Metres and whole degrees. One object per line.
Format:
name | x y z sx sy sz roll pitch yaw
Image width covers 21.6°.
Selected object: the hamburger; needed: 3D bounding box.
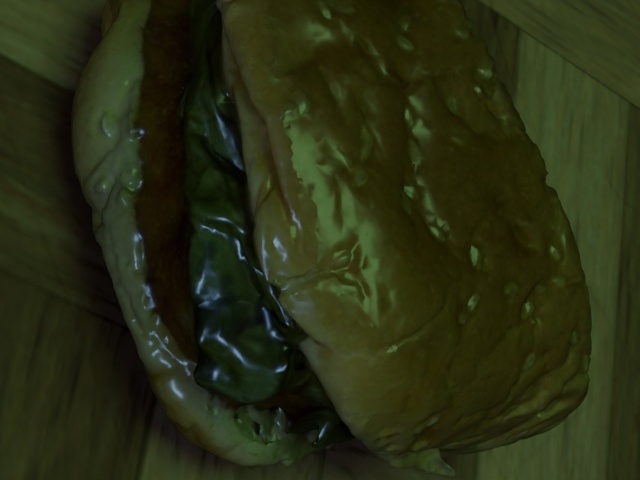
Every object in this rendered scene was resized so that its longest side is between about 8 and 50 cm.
hamburger | -0.003 0.002 0.843 0.209 0.162 0.330 -40 105 -45
